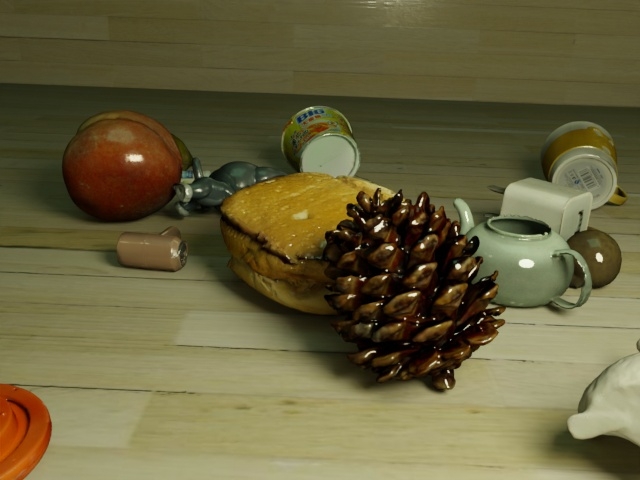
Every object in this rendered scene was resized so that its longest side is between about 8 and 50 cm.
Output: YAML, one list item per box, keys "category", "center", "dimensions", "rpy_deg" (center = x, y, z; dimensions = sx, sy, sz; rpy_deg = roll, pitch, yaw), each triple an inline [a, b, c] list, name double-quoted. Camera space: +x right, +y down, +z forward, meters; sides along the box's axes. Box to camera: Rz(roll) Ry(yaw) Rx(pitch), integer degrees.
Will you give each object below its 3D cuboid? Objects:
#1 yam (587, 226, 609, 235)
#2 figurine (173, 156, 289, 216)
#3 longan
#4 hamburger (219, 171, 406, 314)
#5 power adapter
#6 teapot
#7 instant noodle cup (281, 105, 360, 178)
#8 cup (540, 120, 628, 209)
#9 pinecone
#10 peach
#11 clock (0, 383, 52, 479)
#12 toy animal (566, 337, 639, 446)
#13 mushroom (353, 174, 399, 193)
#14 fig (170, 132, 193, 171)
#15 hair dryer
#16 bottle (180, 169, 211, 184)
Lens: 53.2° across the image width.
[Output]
- category: "yam"
  center: [0.550, -0.025, 1.380]
  dimensions: [0.032, 0.032, 0.145]
  rpy_deg: [-13, 26, -33]
- category: "figurine"
  center: [-0.225, -0.114, 1.395]
  dimensions: [0.193, 0.140, 0.265]
  rpy_deg: [-4, -10, 39]
- category: "longan"
  center: [0.473, 0.038, 1.132]
  dimensions: [0.119, 0.106, 0.106]
  rpy_deg: [-43, 32, -5]
- category: "hamburger"
  center: [-0.007, -0.001, 1.065]
  dimensions: [0.284, 0.174, 0.304]
  rpy_deg: [-15, 27, -33]
- category: "power adapter"
  center: [0.427, -0.057, 1.313]
  dimensions: [0.125, 0.130, 0.205]
  rpy_deg: [-17, 29, -40]
- category: "teapot"
  center: [0.330, 0.028, 1.085]
  dimensions: [0.193, 0.129, 0.294]
  rpy_deg: [-12, 25, -31]
- category: "instant noodle cup"
  center: [0.007, -0.229, 1.660]
  dimensions: [0.205, 0.205, 0.153]
  rpy_deg: [-3, 32, -13]
- category: "cup"
  center: [0.672, -0.166, 1.600]
  dimensions: [0.241, 0.185, 0.226]
  rpy_deg: [35, 30, -1]
- category: "pinecone"
  center: [0.112, 0.064, 0.829]
  dimensions: [0.224, 0.272, 0.224]
  rpy_deg: [-26, -7, -4]
- category: "peach"
  center: [-0.410, -0.155, 1.349]
  dimensions: [0.252, 0.252, 0.252]
  rpy_deg: [2, 21, -1]
- category: "clock"
  center: [-0.387, 0.209, 0.657]
  dimensions: [0.205, 0.051, 0.205]
  rpy_deg: [1, 22, -1]
- category: "toy animal"
  center: [0.383, 0.185, 0.711]
  dimensions: [0.140, 0.138, 0.282]
  rpy_deg: [27, 8, 32]
- category: "mushroom"
  center: [0.131, -0.149, 1.679]
  dimensions: [0.026, 0.028, 0.286]
  rpy_deg: [-47, 34, -5]
- category: "fig"
  center: [-0.407, -0.240, 1.721]
  dimensions: [0.133, 0.126, 0.185]
  rpy_deg: [-1, 21, 31]
- category: "hair dryer"
  center: [-0.291, 0.004, 1.192]
  dimensions: [0.117, 0.064, 0.181]
  rpy_deg: [5, 16, 5]
- category: "bottle"
  center: [-0.300, -0.142, 1.567]
  dimensions: [0.217, 0.060, 0.060]
  rpy_deg: [0, 21, -8]
